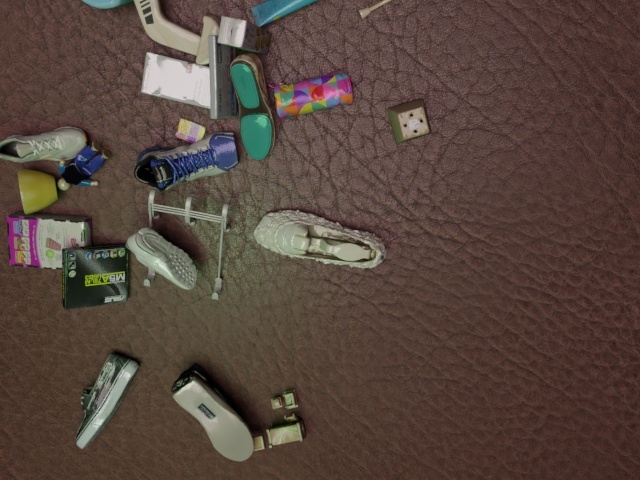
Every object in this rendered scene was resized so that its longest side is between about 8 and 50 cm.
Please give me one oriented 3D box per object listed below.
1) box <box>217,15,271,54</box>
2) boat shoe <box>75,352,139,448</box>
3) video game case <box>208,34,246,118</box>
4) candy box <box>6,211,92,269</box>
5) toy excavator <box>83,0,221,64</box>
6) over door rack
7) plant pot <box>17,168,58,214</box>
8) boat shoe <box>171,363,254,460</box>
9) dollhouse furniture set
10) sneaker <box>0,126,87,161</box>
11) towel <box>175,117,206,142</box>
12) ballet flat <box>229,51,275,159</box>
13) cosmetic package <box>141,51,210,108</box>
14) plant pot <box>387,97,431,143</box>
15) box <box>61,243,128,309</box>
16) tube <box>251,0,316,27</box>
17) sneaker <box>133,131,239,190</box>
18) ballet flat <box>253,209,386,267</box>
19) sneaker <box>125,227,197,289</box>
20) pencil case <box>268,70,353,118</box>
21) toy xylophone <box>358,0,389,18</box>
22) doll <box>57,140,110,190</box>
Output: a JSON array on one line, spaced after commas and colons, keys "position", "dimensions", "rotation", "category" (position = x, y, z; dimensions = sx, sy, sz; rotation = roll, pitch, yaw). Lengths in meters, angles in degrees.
[{"position": [-0.190, -0.526, 1.601], "dimensions": [0.063, 0.324, 0.067], "rotation": [13, 104, 3], "category": "box"}, {"position": [-0.713, 0.511, 2.002], "dimensions": [0.119, 0.121, 0.335], "rotation": [32, 92, 1], "category": "boat shoe"}, {"position": [-0.252, -0.445, 1.692], "dimensions": [0.023, 0.193, 0.213], "rotation": [5, 105, 18], "category": "video game case"}, {"position": [-0.821, 0.002, 1.879], "dimensions": [0.233, 0.071, 0.159], "rotation": [5, 106, 0], "category": "candy box"}, {"position": [-0.499, -0.680, 1.647], "dimensions": [0.432, 0.222, 0.446], "rotation": [-7, 117, 5], "category": "toy excavator"}, {"position": [-0.403, 0.003, 1.866], "dimensions": [0.239, 0.108, 0.325], "rotation": [11, 119, -2], "category": "over door rack"}, {"position": [-0.830, -0.149, 1.823], "dimensions": [0.095, 0.134, 0.134], "rotation": [-8, 106, -22], "category": "plant pot"}, {"position": [-0.332, 0.538, 1.970], "dimensions": [0.127, 0.158, 0.341], "rotation": [-35, 103, 2], "category": "boat shoe"}, {"position": [-0.155, 0.589, 2.031], "dimensions": [0.181, 0.101, 0.161], "rotation": [-13, 80, 5], "category": "dollhouse furniture set"}, {"position": [-0.810, -0.267, 1.783], "dimensions": [0.262, 0.121, 0.100], "rotation": [-10, 104, 3], "category": "sneaker"}, {"position": [-0.382, -0.322, 1.819], "dimensions": [0.083, 0.009, 0.060], "rotation": [18, 104, -4], "category": "towel"}, {"position": [-0.178, -0.380, 1.738], "dimensions": [0.107, 0.106, 0.316], "rotation": [5, 131, 10], "category": "ballet flat"}, {"position": [-0.380, -0.449, 1.748], "dimensions": [0.230, 0.085, 0.118], "rotation": [12, 104, -3], "category": "cosmetic package"}, {"position": [0.259, -0.338, 1.759], "dimensions": [0.108, 0.096, 0.109], "rotation": [-16, 103, 5], "category": "plant pot"}, {"position": [-0.681, 0.107, 1.869], "dimensions": [0.190, 0.045, 0.184], "rotation": [-4, 106, -36], "category": "box"}, {"position": [-0.090, -0.656, 1.702], "dimensions": [0.206, 0.080, 0.052], "rotation": [-21, 147, 6], "category": "tube"}, {"position": [-0.391, -0.209, 1.756], "dimensions": [0.315, 0.182, 0.128], "rotation": [-11, 112, 5], "category": "sneaker"}, {"position": [0.000, 0.000, 1.835], "dimensions": [0.408, 0.147, 0.147], "rotation": [10, 105, -1], "category": "ballet flat"}, {"position": [-0.461, 0.060, 1.804], "dimensions": [0.094, 0.090, 0.235], "rotation": [-27, 115, 37], "category": "sneaker"}, {"position": [-0.024, -0.413, 1.746], "dimensions": [0.236, 0.104, 0.105], "rotation": [-10, 104, 2], "category": "pencil case"}, {"position": [0.147, -0.754, 1.660], "dimensions": [0.322, 0.081, 0.236], "rotation": [-31, 102, 9], "category": "toy xylophone"}, {"position": [-0.708, -0.208, 1.828], "dimensions": [0.189, 0.046, 0.129], "rotation": [-35, 129, 16], "category": "doll"}]
